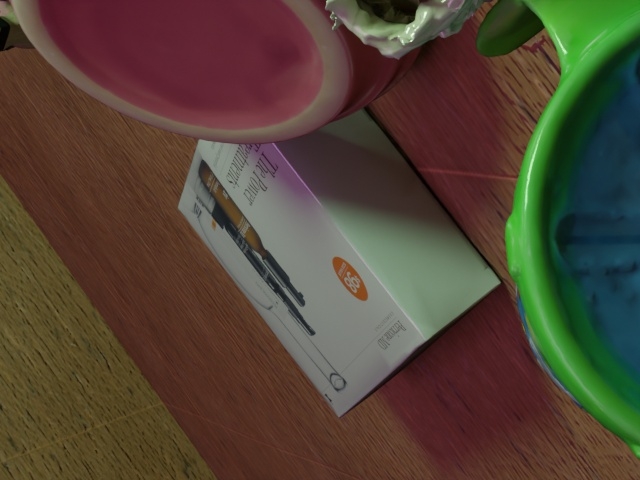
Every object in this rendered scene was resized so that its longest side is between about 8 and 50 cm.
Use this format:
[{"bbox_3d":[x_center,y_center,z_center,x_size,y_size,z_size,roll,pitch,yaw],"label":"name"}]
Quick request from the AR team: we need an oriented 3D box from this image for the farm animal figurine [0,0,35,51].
[{"bbox_3d":[-0.198,-0.275,1.335,0.327,0.172,0.330,-41,82,31],"label":"farm animal figurine"}]

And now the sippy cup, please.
[{"bbox_3d":[0.199,0.012,0.805,0.224,0.240,0.305,101,171,-80],"label":"sippy cup"}]

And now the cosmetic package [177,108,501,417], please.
[{"bbox_3d":[0.000,0.000,1.468,0.284,0.097,0.377,50,162,6],"label":"cosmetic package"}]

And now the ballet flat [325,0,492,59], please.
[{"bbox_3d":[0.078,-0.230,0.682,0.147,0.147,0.409,47,150,23],"label":"ballet flat"}]

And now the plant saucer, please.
[{"bbox_3d":[-0.090,-0.172,1.116,0.332,0.084,0.332,13,150,7],"label":"plant saucer"}]
